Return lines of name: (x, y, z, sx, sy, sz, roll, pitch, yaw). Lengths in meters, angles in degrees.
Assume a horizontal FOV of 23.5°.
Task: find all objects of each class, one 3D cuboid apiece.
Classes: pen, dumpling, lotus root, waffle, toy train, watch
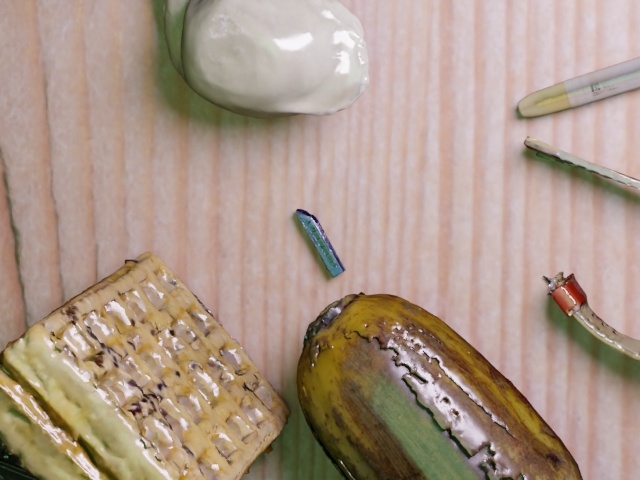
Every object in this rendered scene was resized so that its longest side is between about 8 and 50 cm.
pen: (0.309, -0.170, 1.543, 0.233, 0.032, 0.040, -16, 73, 14)
dumpling: (-0.060, -0.208, 1.565, 0.250, 0.132, 0.162, 20, 112, 23)
lotus root: (0.134, 0.221, 1.577, 0.397, 0.179, 0.196, 46, 122, 5)
waffle: (-0.172, 0.165, 1.523, 0.114, 0.376, 0.261, -39, 92, 14)
toy train: (0.000, 0.000, 1.642, 0.017, 0.017, 0.083, -29, 93, 12)
watch: (0.301, 0.017, 1.553, 0.268, 0.102, 0.165, 27, 105, 14)

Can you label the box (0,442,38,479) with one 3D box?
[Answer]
box: (-0.253, 0.325, 1.687, 0.270, 0.045, 0.211, 20, 133, 10)
